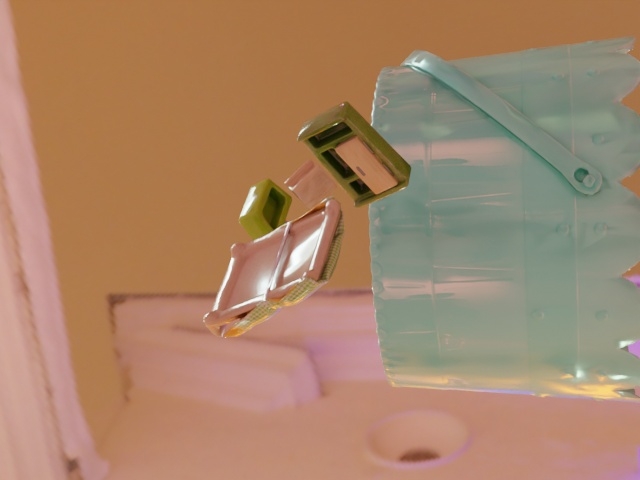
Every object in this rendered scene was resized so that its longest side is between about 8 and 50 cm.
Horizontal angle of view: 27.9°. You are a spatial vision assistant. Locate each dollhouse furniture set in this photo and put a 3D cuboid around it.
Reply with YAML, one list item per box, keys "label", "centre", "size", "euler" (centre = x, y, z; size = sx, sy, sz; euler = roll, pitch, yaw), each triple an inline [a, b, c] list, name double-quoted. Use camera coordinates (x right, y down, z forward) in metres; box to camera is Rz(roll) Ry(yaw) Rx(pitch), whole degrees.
- label: "dollhouse furniture set"
  centre: [0.000, 0.000, 0.665]
  size: [0.076, 0.151, 0.058]
  euler: [-25, -58, 34]

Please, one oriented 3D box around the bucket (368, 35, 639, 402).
- label: "bucket"
  centre: [0.139, -0.014, 0.944]
  size: [0.183, 0.281, 0.281]
  euler: [-1, -68, 9]
